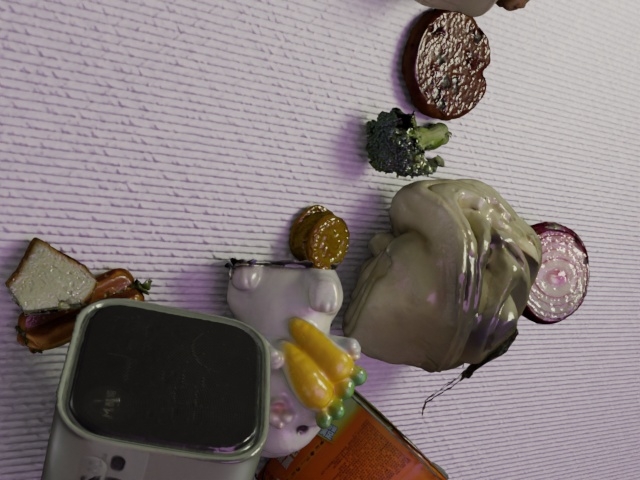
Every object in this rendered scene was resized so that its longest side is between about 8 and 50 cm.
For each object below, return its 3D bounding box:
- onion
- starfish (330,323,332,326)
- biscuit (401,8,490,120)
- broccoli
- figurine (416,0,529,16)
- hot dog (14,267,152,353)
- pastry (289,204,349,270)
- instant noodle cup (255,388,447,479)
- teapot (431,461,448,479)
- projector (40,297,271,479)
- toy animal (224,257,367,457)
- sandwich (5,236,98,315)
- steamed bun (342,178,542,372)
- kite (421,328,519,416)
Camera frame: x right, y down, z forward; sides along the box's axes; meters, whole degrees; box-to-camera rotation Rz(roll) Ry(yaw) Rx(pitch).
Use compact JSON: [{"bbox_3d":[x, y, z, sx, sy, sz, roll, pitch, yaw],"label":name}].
[{"bbox_3d":[0.396,0.056,1.805,0.218,0.140,0.195,8,95,-7],"label":"onion"},{"bbox_3d":[-0.005,0.173,1.562,0.078,0.028,0.091,19,96,-38],"label":"starfish"},{"bbox_3d":[0.208,-0.290,1.562,0.192,0.049,0.192,-9,105,-35],"label":"biscuit"},{"bbox_3d":[0.156,-0.160,1.531,0.204,0.122,0.118,-18,96,-53],"label":"broccoli"},{"bbox_3d":[0.236,-0.448,1.473,0.332,0.204,0.185,-31,128,-64],"label":"figurine"},{"bbox_3d":[-0.311,0.092,1.242,0.188,0.072,0.055,-22,162,-32],"label":"hot dog"},{"bbox_3d":[0.000,0.000,1.481,0.097,0.057,0.109,-12,114,-40],"label":"pastry"},{"bbox_3d":[0.044,0.384,1.530,0.214,0.296,0.296,-45,130,-8],"label":"instant noodle cup"},{"bbox_3d":[0.122,0.496,1.717,0.225,0.171,0.203,-54,164,-20],"label":"teapot"},{"bbox_3d":[-0.210,0.251,1.182,0.248,0.248,0.249,12,124,-11],"label":"projector"},{"bbox_3d":[-0.063,0.181,1.386,0.182,0.247,0.310,3,89,-24],"label":"toy animal"},{"bbox_3d":[-0.337,0.058,1.185,0.104,0.035,0.093,29,67,-18],"label":"sandwich"},{"bbox_3d":[0.227,0.071,1.571,0.352,0.247,0.339,12,101,-44],"label":"steamed bun"},{"bbox_3d":[0.250,0.225,1.611,0.229,0.016,0.127,-44,175,21],"label":"kite"}]
